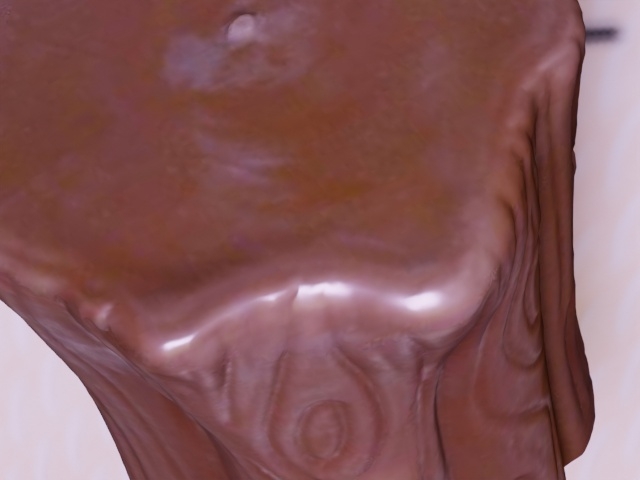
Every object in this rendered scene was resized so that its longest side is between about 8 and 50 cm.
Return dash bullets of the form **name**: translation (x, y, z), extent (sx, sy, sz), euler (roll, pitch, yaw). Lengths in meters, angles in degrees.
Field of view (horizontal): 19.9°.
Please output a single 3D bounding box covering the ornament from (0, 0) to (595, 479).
- **ornament**: translation (0.000, 0.000, 0.615), extent (0.235, 0.221, 0.218), euler (34, 156, 33)
